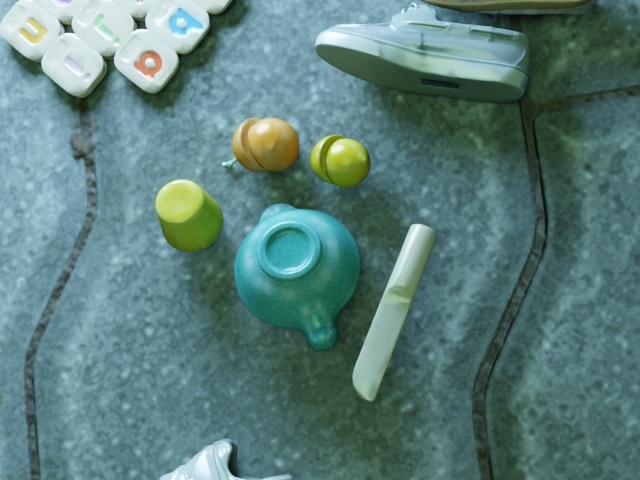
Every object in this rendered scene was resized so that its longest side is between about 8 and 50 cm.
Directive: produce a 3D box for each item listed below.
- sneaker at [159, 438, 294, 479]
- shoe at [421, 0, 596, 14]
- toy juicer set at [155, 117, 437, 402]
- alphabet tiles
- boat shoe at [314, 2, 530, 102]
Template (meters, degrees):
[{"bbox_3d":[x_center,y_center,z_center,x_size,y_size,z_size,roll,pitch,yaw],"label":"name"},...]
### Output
[{"bbox_3d":[-0.057,0.297,1.170,0.115,0.090,0.232,-44,78,-1],"label":"sneaker"},{"bbox_3d":[0.186,-0.270,1.218,0.219,0.058,0.076,10,83,14],"label":"shoe"},{"bbox_3d":[0.000,0.000,1.206,0.329,0.089,0.209,38,78,22],"label":"toy juicer set"},{"bbox_3d":[-0.237,-0.310,1.323,0.278,0.021,0.284,39,91,14],"label":"alphabet tiles"},{"bbox_3d":[0.111,-0.206,1.218,0.227,0.079,0.081,12,75,7],"label":"boat shoe"}]
